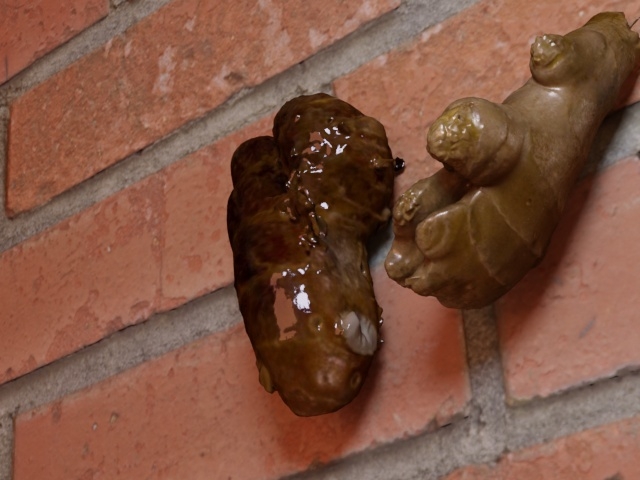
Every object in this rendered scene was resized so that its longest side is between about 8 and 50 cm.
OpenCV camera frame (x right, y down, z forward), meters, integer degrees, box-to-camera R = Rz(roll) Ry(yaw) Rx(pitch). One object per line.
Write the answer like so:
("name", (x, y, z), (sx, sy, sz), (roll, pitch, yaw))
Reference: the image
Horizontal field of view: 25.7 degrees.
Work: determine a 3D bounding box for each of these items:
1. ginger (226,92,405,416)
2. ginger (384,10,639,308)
("ginger", (0.000, 0.000, 1.676), (0.254, 0.176, 0.418), (-36, 46, 35))
("ginger", (0.193, -0.106, 1.494), (0.166, 0.236, 0.376), (1, 69, 59))
